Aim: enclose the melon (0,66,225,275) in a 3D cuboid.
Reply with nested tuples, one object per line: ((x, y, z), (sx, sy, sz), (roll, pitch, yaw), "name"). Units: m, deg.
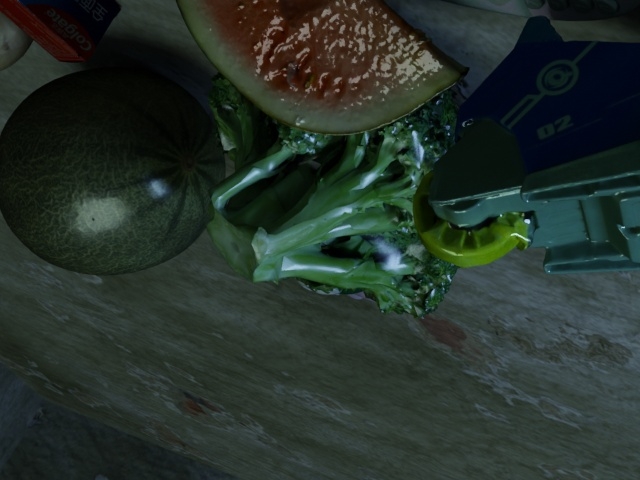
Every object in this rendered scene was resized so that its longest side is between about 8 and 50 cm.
((-0.234, -0.077, 2.115), (0.237, 0.237, 0.302), (39, 157, -29), "melon")

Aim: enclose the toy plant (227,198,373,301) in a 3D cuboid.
((-0.002, -0.002, 2.171), (0.232, 0.112, 0.243), (37, 166, -18), "toy plant")

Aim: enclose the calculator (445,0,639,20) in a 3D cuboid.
((0.118, -0.240, 1.461), (0.295, 0.042, 0.184), (16, 158, 28), "calculator")

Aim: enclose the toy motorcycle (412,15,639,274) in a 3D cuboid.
((0.231, -0.082, 1.419), (0.326, 0.200, 0.191), (-4, 152, 13), "toy motorcycle")

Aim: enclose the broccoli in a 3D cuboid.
((0.007, -0.062, 1.763), (0.308, 0.275, 0.307), (37, 143, 35), "broccoli")

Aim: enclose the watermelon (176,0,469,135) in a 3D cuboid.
((-0.003, -0.201, 1.614), (0.303, 0.128, 0.159), (43, 127, 11), "watermelon")

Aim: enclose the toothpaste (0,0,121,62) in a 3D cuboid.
((-0.344, -0.306, 1.923), (0.066, 0.076, 0.320), (7, 151, 50), "toothpaste")

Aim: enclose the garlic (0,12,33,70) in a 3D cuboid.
((-0.381, -0.251, 2.114), (0.129, 0.148, 0.266), (-6, 158, -8), "garlic")
